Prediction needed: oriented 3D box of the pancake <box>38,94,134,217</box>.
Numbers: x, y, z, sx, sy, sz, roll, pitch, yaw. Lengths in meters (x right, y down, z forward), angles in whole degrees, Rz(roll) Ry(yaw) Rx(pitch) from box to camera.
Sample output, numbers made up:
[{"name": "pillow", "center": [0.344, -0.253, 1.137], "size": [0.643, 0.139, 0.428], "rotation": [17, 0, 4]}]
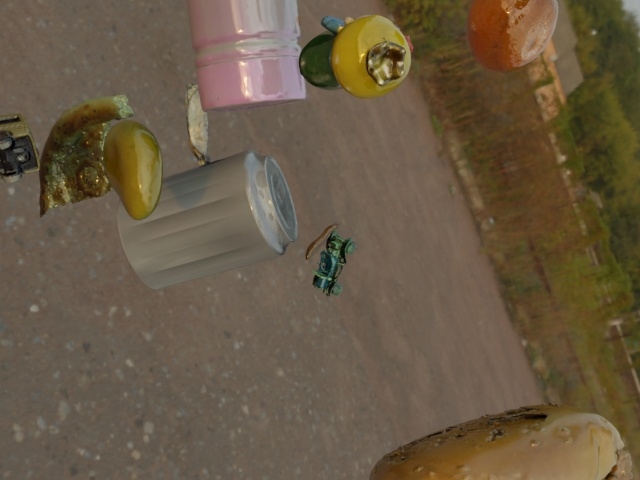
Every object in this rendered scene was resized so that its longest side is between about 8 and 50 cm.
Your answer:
[{"name": "pancake", "center": [-0.523, -0.175, 1.547], "size": [0.197, 0.376, 0.054], "rotation": [41, 30, 3]}]

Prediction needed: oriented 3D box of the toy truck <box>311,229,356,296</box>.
[{"name": "toy truck", "center": [0.021, 0.053, 1.726], "size": [0.078, 0.080, 0.154], "rotation": [3, 111, -48]}]

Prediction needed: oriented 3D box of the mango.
[{"name": "mango", "center": [-0.315, -0.129, 1.216], "size": [0.086, 0.122, 0.191], "rotation": [7, 36, -44]}]

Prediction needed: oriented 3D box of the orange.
[{"name": "orange", "center": [0.426, -0.493, 1.610], "size": [0.170, 0.224, 0.224], "rotation": [51, 7, 33]}]

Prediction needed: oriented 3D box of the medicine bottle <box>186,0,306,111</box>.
[{"name": "medicine bottle", "center": [-0.138, -0.400, 1.285], "size": [0.202, 0.202, 0.315], "rotation": [-27, 112, -70]}]

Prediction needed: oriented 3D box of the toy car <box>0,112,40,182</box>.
[{"name": "toy car", "center": [-0.667, -0.160, 1.328], "size": [0.124, 0.257, 0.101], "rotation": [-125, -153, -42]}]

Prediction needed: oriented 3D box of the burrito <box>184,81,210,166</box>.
[{"name": "burrito", "center": [-0.329, -0.312, 1.909], "size": [0.063, 0.058, 0.229], "rotation": [-38, 128, -76]}]

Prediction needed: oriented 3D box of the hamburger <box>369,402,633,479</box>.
[{"name": "hamburger", "center": [0.208, 0.309, 0.869], "size": [0.284, 0.305, 0.174], "rotation": [127, -51, -77]}]

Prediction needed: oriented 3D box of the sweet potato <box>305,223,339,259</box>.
[{"name": "sweet potato", "center": [0.000, 0.000, 1.636], "size": [0.115, 0.026, 0.026], "rotation": [-49, 132, -15]}]

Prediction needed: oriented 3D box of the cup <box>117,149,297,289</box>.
[{"name": "cup", "center": [-0.222, -0.026, 1.565], "size": [0.322, 0.327, 0.236], "rotation": [58, 18, -58]}]

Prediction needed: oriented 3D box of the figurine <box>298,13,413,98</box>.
[{"name": "figurine", "center": [0.082, -0.269, 1.029], "size": [0.234, 0.185, 0.127], "rotation": [7, -72, 65]}]
